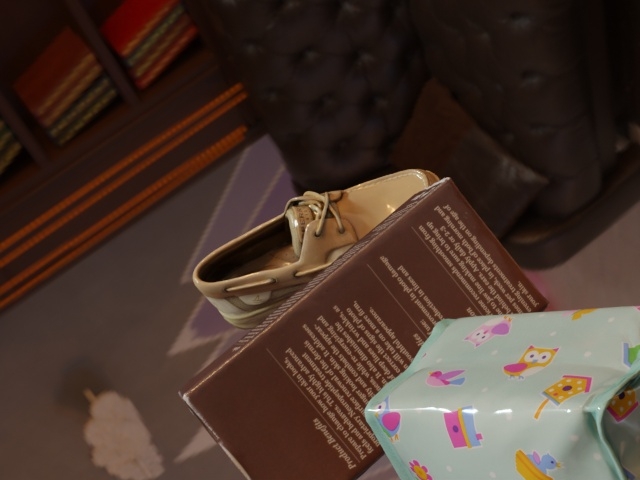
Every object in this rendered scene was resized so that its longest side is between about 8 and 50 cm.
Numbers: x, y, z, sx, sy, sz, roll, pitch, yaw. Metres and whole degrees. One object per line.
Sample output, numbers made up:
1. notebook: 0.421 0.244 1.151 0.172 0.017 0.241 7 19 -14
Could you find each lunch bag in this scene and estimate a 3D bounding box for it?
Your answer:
1. lunch bag: 0.198 0.190 0.752 0.223 0.160 0.262 -11 115 47

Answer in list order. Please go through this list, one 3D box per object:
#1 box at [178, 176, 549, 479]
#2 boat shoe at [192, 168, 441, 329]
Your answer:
1. box: 0.046 0.123 1.114 0.191 0.381 0.143 52 167 -2
2. boat shoe: 0.000 0.000 1.260 0.110 0.341 0.122 50 -167 -47
